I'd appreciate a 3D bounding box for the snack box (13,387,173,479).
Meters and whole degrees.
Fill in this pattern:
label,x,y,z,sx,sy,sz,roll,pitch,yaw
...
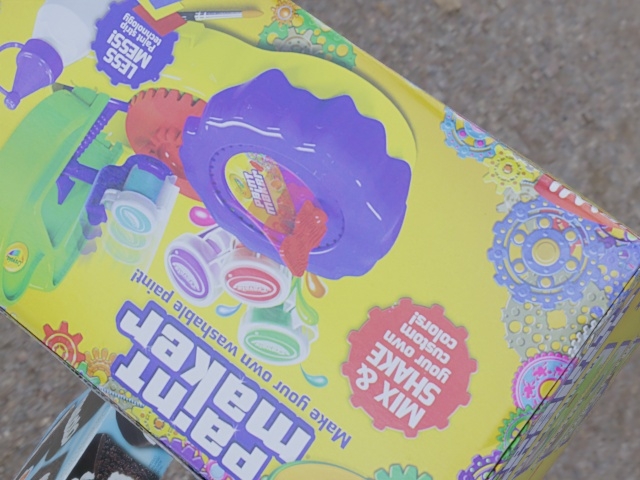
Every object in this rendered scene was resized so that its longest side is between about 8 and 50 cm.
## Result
label,x,y,z,sx,sy,sz,roll,pitch,yaw
snack box,-0.193,0.213,0.860,0.060,0.187,0.322,40,47,-10

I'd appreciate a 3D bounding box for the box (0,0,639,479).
label,x,y,z,sx,sy,sz,roll,pitch,yaw
box,0.000,0.000,0.635,0.290,0.177,0.279,37,8,16
